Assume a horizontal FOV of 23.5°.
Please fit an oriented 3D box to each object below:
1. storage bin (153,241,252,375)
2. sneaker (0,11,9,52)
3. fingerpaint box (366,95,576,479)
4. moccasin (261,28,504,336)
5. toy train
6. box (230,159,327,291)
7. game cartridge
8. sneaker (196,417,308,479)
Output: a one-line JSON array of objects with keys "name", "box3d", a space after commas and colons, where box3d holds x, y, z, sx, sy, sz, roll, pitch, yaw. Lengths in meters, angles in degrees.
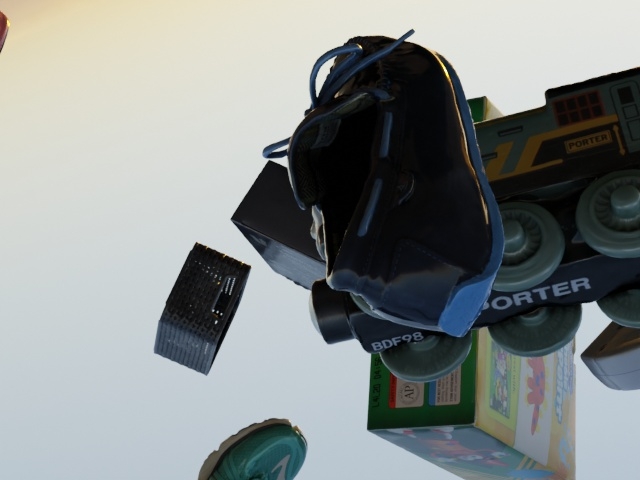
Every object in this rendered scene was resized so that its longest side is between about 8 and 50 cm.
[{"name": "storage bin", "box3d": [-0.160, 0.093, 2.069, 0.180, 0.084, 0.122, 115, -1, -67]}, {"name": "sneaker", "box3d": [-0.528, -0.319, 2.050, 0.136, 0.116, 0.314, 21, -171, -40]}, {"name": "fingerpaint box", "box3d": [0.218, 0.084, 2.113, 0.163, 0.445, 0.371, -7, 158, 28]}, {"name": "moccasin", "box3d": [0.036, -0.066, 1.058, 0.116, 0.138, 0.342, 13, -157, -16]}, {"name": "toy train", "box3d": [0.148, -0.015, 1.196, 0.334, 0.142, 0.190, -15, -128, 10]}, {"name": "box", "box3d": [0.000, 0.000, 1.849, 0.156, 0.158, 0.093, 25, -104, 29]}, {"name": "game cartridge", "box3d": [0.387, 0.069, 1.581, 0.196, 0.060, 0.294, -39, 180, -21]}, {"name": "sneaker", "box3d": [-0.115, 0.337, 1.900, 0.275, 0.107, 0.110, -46, -158, 2]}]
